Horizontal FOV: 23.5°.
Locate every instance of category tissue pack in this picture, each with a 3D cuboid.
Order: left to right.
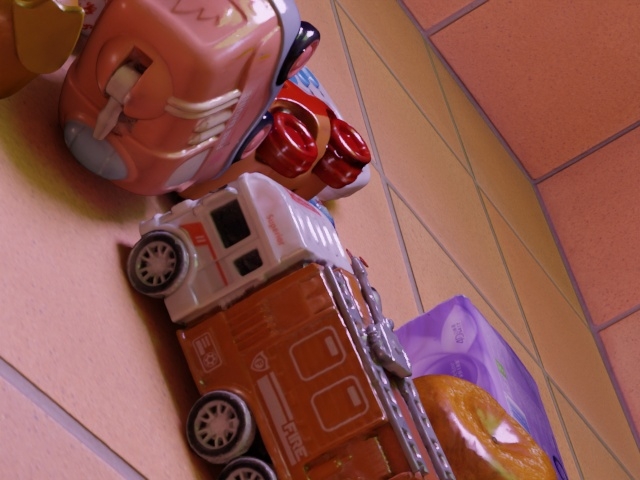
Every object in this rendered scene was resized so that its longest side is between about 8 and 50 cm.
[{"bbox_3d":[0.224,0.271,2.142,0.242,0.160,0.338,51,16,-33],"label":"tissue pack"}]

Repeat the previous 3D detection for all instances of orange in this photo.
[{"bbox_3d":[0.164,0.286,1.832,0.249,0.183,0.249,37,18,-14],"label":"orange"}]

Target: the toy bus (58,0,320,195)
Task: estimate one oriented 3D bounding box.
[{"bbox_3d":[-0.152,-0.165,1.563,0.194,0.287,0.232,39,43,4],"label":"toy bus"}]

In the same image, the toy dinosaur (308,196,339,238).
[{"bbox_3d":[-0.020,-0.020,2.009,0.144,0.076,0.329,46,6,-9],"label":"toy dinosaur"}]

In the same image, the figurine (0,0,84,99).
[{"bbox_3d":[-0.303,-0.246,1.437,0.215,0.215,0.228,37,46,-55],"label":"figurine"}]

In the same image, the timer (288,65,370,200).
[{"bbox_3d":[-0.027,-0.167,2.303,0.237,0.087,0.262,60,15,4],"label":"timer"}]

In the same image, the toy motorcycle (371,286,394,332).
[{"bbox_3d":[0.038,0.123,1.956,0.229,0.094,0.129,22,43,-50],"label":"toy motorcycle"}]

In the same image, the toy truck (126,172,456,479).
[{"bbox_3d":[-0.027,0.118,1.525,0.173,0.207,0.387,30,32,-62],"label":"toy truck"}]

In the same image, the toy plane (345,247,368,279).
[{"bbox_3d":[0.038,0.048,2.206,0.060,0.037,0.145,49,19,0],"label":"toy plane"}]

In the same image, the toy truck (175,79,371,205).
[{"bbox_3d":[-0.097,-0.134,1.823,0.265,0.189,0.239,7,49,-59],"label":"toy truck"}]

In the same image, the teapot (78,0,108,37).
[{"bbox_3d":[-0.211,-0.283,1.757,0.159,0.245,0.116,-18,102,-39],"label":"teapot"}]
